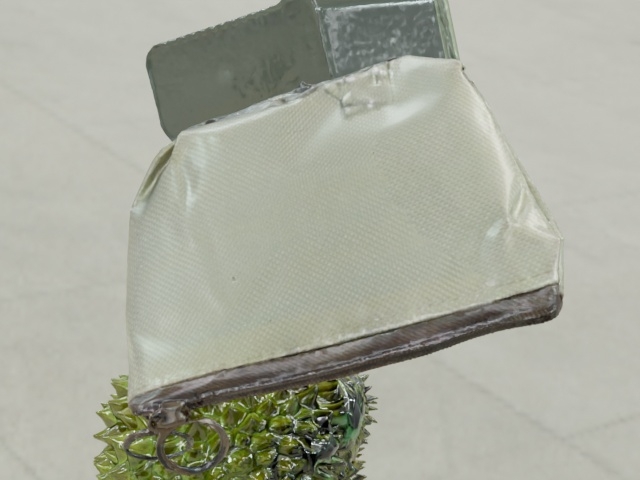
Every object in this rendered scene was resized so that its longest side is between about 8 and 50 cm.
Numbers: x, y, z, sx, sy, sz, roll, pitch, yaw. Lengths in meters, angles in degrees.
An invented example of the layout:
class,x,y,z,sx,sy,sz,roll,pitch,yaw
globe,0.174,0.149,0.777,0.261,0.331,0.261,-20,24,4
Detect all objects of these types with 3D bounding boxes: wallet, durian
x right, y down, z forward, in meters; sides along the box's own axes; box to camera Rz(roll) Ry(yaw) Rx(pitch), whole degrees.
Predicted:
class,x,y,z,sx,sy,sz,roll,pitch,yaw
wallet,-0.001,0.000,1.078,0.335,0.068,0.275,-18,58,11
durian,-0.077,0.180,1.324,0.224,0.291,0.291,22,25,23

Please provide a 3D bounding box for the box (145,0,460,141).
class,x,y,z,sx,sy,sz,roll,pitch,yaw
box,-0.029,-0.166,1.408,0.274,0.138,0.178,-13,2,42
